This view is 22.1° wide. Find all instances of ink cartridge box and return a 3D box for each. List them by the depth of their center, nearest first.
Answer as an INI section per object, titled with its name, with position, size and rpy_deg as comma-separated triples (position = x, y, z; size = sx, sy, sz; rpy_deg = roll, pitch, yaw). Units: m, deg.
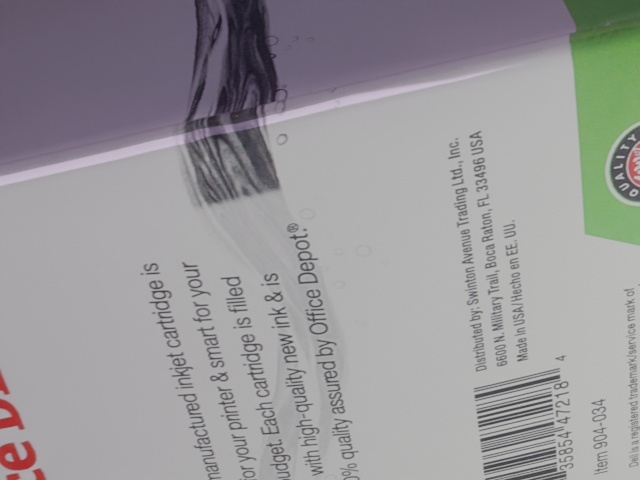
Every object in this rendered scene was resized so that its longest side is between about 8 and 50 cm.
[ink cartridge box]
position = 0.000, 0.000, 0.534
size = 0.273, 0.114, 0.198
rpy_deg = -12, 132, -2
